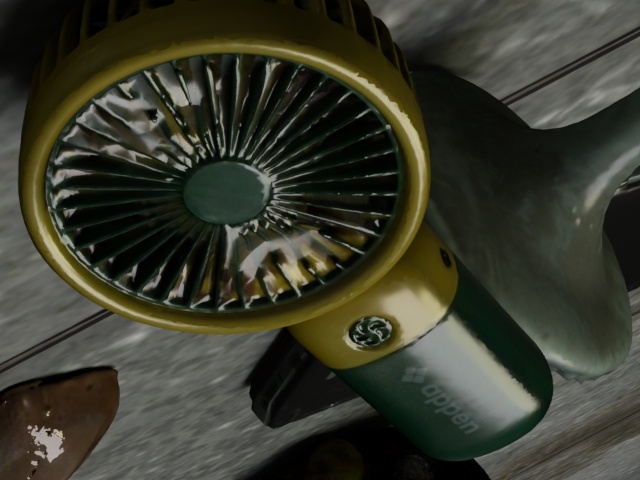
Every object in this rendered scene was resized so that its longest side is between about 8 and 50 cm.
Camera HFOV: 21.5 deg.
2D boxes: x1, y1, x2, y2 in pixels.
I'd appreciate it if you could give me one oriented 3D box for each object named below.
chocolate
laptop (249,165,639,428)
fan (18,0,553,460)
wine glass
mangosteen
[{"bbox_3d":[-0.106,0.081,0.589,0.101,0.031,0.064,-38,165,29],"label":"chocolate"},{"bbox_3d":[0.080,0.011,0.679,0.207,0.026,0.154,-19,163,-27],"label":"laptop"},{"bbox_3d":[0.000,0.000,0.367,0.082,0.039,0.155,-28,130,20],"label":"fan"},{"bbox_3d":[0.184,-0.116,0.454,0.309,0.096,0.264,-37,-175,28],"label":"wine glass"},{"bbox_3d":[0.024,0.168,0.904,0.152,0.152,0.152,-25,164,-8],"label":"mangosteen"}]
